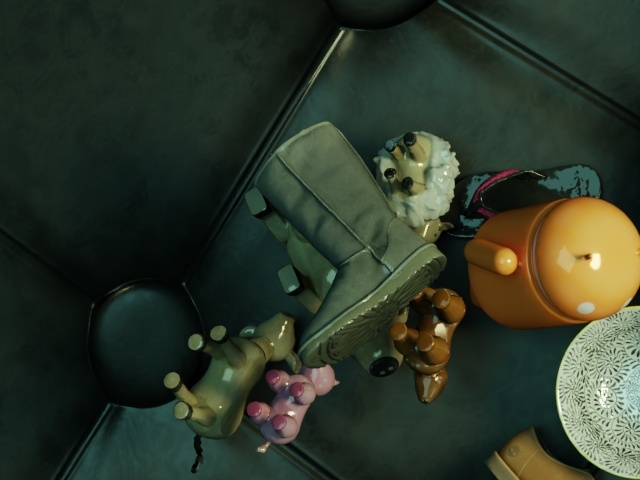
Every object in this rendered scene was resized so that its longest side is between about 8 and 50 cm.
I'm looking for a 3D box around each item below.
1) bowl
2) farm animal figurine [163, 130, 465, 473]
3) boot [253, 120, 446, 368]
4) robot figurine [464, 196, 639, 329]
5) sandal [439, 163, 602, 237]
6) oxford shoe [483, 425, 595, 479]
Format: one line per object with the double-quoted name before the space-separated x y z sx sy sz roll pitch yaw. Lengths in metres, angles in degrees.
"bowl" 0.327 0.153 1.854 0.170 0.080 0.170 -2 84 21
"farm animal figurine" 0.005 0.069 1.945 0.330 0.172 0.327 -12 66 18
"boot" -0.001 0.002 1.830 0.189 0.076 0.208 -39 67 -12
"robot figurine" 0.232 0.024 1.846 0.158 0.219 0.128 43 64 -20
"sandal" 0.204 -0.047 1.940 0.179 0.040 0.067 -12 81 19
"oxford shoe" 0.262 0.276 1.875 0.076 0.076 0.212 -43 73 1
